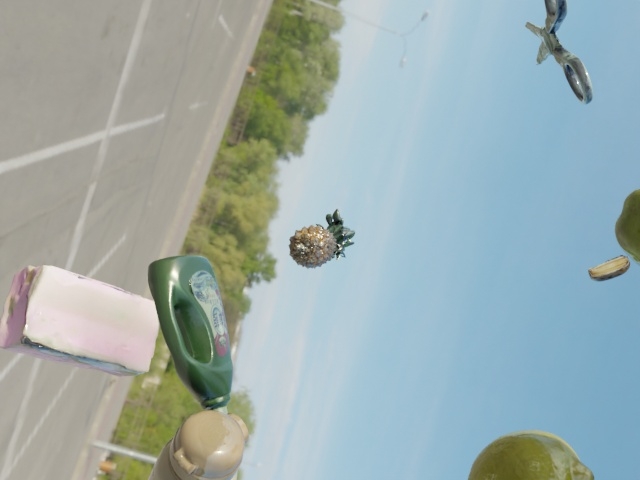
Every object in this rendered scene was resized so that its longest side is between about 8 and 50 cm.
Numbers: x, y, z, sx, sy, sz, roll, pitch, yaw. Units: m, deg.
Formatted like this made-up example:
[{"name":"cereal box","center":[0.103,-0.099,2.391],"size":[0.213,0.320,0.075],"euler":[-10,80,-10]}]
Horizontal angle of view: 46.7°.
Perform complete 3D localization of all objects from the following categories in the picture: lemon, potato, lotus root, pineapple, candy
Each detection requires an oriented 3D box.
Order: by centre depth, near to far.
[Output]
[{"name":"lemon","center":[0.354,0.426,1.298],"size":[0.248,0.184,0.184],"euler":[-30,-147,33]},{"name":"candy","center":[-0.431,0.151,1.358],"size":[0.115,0.265,0.156],"euler":[-17,-120,44]},{"name":"pineapple","center":[0.000,0.000,1.479],"size":[0.221,0.083,0.103],"euler":[-18,87,-67]},{"name":"lotus root","center":[0.580,0.061,1.480],"size":[0.037,0.083,0.030],"euler":[-103,167,-52]},{"name":"potato","center":[0.787,0.000,1.579],"size":[0.215,0.304,0.216],"euler":[-35,140,-36]}]

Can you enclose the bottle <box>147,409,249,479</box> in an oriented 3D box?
[{"name":"bottle","center":[-0.146,0.280,0.878],"size":[0.110,0.097,0.209],"euler":[-29,155,-47]}]

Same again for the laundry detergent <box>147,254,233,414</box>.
[{"name":"laundry detergent","center":[-0.161,0.126,0.950],"size":[0.137,0.062,0.211],"euler":[21,53,-75]}]

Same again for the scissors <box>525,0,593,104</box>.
[{"name":"scissors","center":[0.466,-0.410,1.508],"size":[0.383,0.029,0.256],"euler":[-73,143,-74]}]
